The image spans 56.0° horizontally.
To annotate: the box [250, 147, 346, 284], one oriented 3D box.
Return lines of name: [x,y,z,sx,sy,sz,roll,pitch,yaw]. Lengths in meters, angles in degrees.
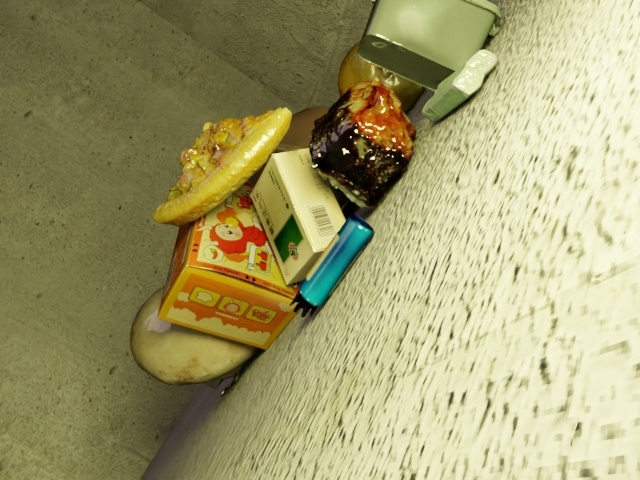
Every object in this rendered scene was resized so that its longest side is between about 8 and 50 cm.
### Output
box: [-0.042,-0.046,1.174,0.095,0.212,0.168,-15,-19,-27]

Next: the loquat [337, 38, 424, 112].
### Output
loquat: [0.185,-0.489,1.788,0.276,0.276,0.284,-56,7,-3]

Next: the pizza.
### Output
pizza: [-0.195,-0.143,1.186,0.268,0.087,0.258,-1,57,45]

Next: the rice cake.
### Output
rice cake: [0.218,-0.244,0.961,0.080,0.042,0.222,-52,3,-1]

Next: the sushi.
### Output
sushi: [0.095,-0.194,1.164,0.182,0.196,0.343,-34,17,20]

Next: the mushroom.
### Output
mushroom: [-0.284,0.238,1.506,0.362,0.295,0.362,-15,20,6]

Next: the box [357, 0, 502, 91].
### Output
box: [0.186,-0.373,1.090,0.163,0.243,0.135,161,130,-82]

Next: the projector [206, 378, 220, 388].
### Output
projector: [-0.288,0.332,2.013,0.259,0.079,0.257,-55,5,37]

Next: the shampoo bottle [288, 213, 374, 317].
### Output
shampoo bottle: [0.016,0.044,0.971,0.183,0.050,0.087,-55,7,10]

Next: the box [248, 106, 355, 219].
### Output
box: [-0.021,-0.189,1.531,0.216,0.301,0.301,-54,3,-32]

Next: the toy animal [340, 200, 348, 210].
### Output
toy animal: [0.002,-0.002,1.394,0.220,0.069,0.086,-54,1,2]

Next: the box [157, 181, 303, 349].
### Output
box: [-0.181,0.042,1.321,0.214,0.259,0.284,-53,25,42]
